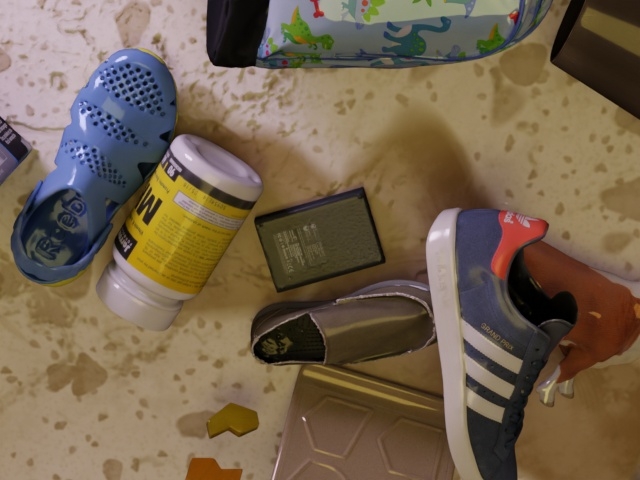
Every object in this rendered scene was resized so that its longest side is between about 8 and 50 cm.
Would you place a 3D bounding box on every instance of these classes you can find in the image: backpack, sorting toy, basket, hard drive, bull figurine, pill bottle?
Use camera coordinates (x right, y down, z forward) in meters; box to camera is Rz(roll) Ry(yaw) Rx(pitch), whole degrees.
[{"bbox_3d":[0.075,-0.303,1.652,0.356,0.273,0.290,5,100,-14],"label":"backpack"},{"bbox_3d":[0.005,0.263,1.861,0.307,0.041,0.229,17,64,-3],"label":"sorting toy"},{"bbox_3d":[0.379,-0.207,1.709,0.227,0.154,0.204,22,104,-1],"label":"basket"},{"bbox_3d":[0.000,0.000,1.843,0.135,0.022,0.094,-16,105,6],"label":"hard drive"},{"bbox_3d":[0.281,0.090,1.821,0.310,0.101,0.188,31,112,-3],"label":"bull figurine"},{"bbox_3d":[-0.165,-0.007,1.795,0.119,0.119,0.208,30,105,-7],"label":"pill bottle"}]

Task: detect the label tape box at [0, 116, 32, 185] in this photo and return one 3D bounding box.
[{"bbox_3d":[-0.488,-0.155,1.695,0.106,0.240,0.334,-43,102,13],"label":"label tape box"}]

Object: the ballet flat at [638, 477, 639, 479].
[{"bbox_3d":[0.436,0.289,1.900,0.079,0.077,0.221,43,105,9],"label":"ballet flat"}]

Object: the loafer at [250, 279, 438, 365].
[{"bbox_3d":[0.029,0.111,1.816,0.251,0.087,0.094,-12,106,21],"label":"loafer"}]

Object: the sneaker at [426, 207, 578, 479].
[{"bbox_3d":[0.213,0.131,1.724,0.148,0.131,0.350,-4,112,17],"label":"sneaker"}]

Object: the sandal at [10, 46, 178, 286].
[{"bbox_3d":[-0.259,-0.070,1.772,0.126,0.138,0.317,26,104,-4],"label":"sandal"}]
